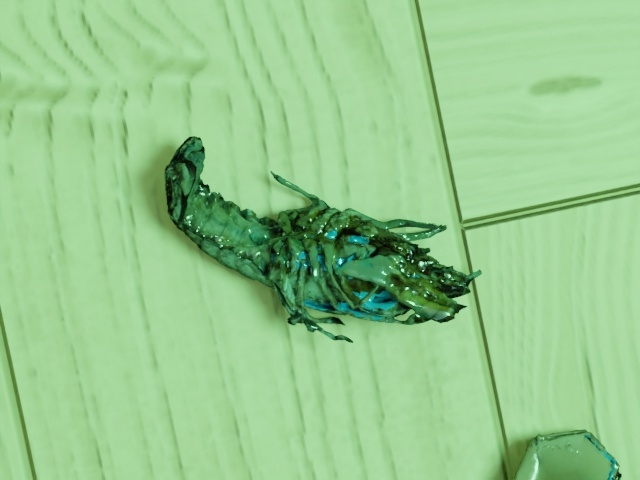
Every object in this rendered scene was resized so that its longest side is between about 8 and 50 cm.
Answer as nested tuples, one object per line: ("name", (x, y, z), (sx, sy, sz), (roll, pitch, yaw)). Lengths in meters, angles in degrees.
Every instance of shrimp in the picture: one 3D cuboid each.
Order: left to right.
("shrimp", (-0.002, 0.002, 1.018), (0.174, 0.076, 0.082), (24, 48, -2))

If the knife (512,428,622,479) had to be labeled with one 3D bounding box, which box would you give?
("knife", (0.069, 0.268, 1.034), (0.089, 0.043, 0.365), (26, 85, -39))
